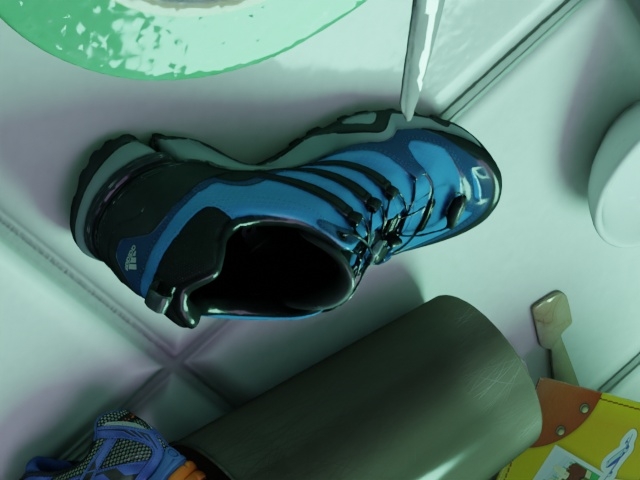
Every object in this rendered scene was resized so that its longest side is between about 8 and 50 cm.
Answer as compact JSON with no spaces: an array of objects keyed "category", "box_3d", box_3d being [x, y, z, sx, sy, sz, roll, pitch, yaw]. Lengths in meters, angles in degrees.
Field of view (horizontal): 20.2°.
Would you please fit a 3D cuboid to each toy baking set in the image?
[{"category":"toy baking set","box_3d":[0.148,0.161,1.448,0.256,0.030,0.197,-51,139,12]}]

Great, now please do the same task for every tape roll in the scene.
[{"category":"tape roll","box_3d":[-0.055,-0.235,0.903,0.321,0.077,0.321,-21,135,-22]}]

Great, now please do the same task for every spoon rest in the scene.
[{"category":"spoon rest","box_3d":[0.243,-0.096,1.250,0.137,0.084,0.276,-28,137,-14]}]

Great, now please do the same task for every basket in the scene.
[{"category":"basket","box_3d":[0.029,0.147,1.248,0.227,0.154,0.204,-31,-177,-20]}]

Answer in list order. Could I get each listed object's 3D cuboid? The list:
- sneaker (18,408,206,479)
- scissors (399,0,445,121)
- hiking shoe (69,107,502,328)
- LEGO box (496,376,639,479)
[{"category":"sneaker","box_3d":[-0.177,0.189,1.196,0.221,0.087,0.083,-36,173,15]},{"category":"scissors","box_3d":[0.078,-0.193,0.967,0.109,0.021,0.297,-27,137,-18]},{"category":"hiking shoe","box_3d":[0.000,0.000,1.111,0.304,0.132,0.113,-9,131,-32]},{"category":"LEGO box","box_3d":[0.231,0.420,1.418,0.372,0.193,0.500,41,68,-48]}]
